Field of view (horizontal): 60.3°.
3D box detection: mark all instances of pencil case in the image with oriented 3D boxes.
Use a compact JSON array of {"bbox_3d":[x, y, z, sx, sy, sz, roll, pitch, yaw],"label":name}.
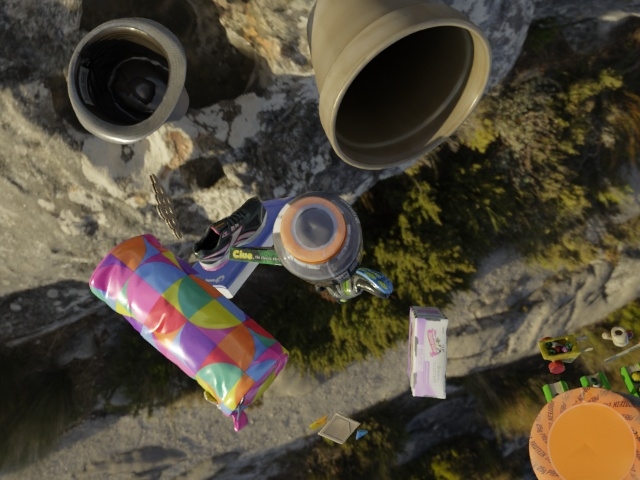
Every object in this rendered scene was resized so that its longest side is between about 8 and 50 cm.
[{"bbox_3d":[-0.147,0.097,0.618,0.104,0.236,0.104,-47,169,-12],"label":"pencil case"}]

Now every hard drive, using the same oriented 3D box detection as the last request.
[{"bbox_3d":[-0.202,0.014,1.386,0.040,0.210,0.319,56,51,-27],"label":"hard drive"}]

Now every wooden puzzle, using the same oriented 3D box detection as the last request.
[{"bbox_3d":[0.039,0.402,1.183,0.116,0.014,0.078,39,106,-26],"label":"wooden puzzle"}]

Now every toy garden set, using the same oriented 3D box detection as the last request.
[{"bbox_3d":[0.517,0.231,0.975,0.244,0.204,0.049,-20,130,17],"label":"toy garden set"}]

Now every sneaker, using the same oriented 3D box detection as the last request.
[{"bbox_3d":[0.063,0.090,1.087,0.067,0.188,0.078,7,91,-50],"label":"sneaker"},{"bbox_3d":[-0.179,-0.018,1.087,0.178,0.072,0.077,-51,153,-8],"label":"sneaker"}]

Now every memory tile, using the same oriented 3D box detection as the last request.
[{"bbox_3d":[-0.367,-0.081,1.301,0.012,0.148,0.113,-24,141,-1],"label":"memory tile"}]

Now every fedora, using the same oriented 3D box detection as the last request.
[{"bbox_3d":[-0.356,-0.301,1.086,0.244,0.275,0.124,-69,163,1],"label":"fedora"}]

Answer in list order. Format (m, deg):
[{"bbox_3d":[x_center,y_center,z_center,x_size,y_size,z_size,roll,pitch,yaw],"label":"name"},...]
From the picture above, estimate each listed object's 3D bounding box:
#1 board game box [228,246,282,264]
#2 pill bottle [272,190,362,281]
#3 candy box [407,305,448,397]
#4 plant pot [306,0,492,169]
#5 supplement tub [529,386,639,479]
[{"bbox_3d":[-0.076,0.030,1.113,0.136,0.259,0.031,7,91,11],"label":"board game box"},{"bbox_3d":[0.000,0.000,0.834,0.130,0.131,0.246,-32,170,0],"label":"pill bottle"},{"bbox_3d":[0.234,0.238,1.216,0.070,0.196,0.165,3,90,6],"label":"candy box"},{"bbox_3d":[0.113,-0.348,1.050,0.322,0.281,0.323,-19,148,-12],"label":"plant pot"},{"bbox_3d":[0.432,0.332,0.754,0.316,0.194,0.193,38,102,-30],"label":"supplement tub"}]
